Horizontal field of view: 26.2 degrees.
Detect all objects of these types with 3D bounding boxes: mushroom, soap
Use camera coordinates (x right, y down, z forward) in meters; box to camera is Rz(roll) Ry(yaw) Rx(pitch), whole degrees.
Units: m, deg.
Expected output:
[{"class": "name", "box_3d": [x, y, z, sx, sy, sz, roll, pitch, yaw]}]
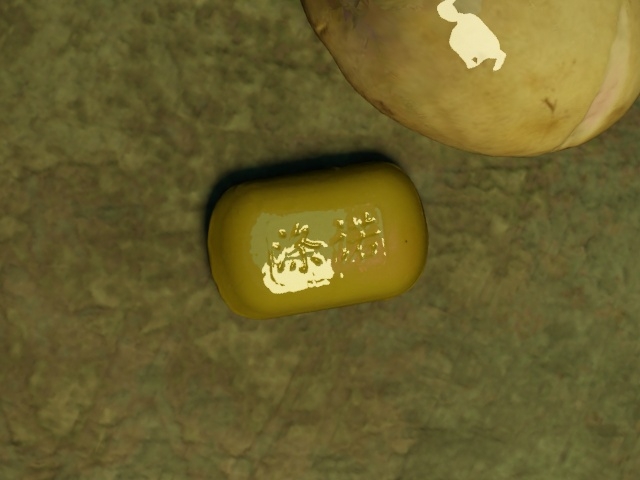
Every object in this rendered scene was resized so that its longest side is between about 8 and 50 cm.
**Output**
[{"class": "mushroom", "box_3d": [0.094, -0.159, 0.788, 0.255, 0.255, 0.184, 46, 129, -12]}, {"class": "soap", "box_3d": [0.000, 0.000, 0.851, 0.140, 0.045, 0.089, -9, 100, -11]}]
